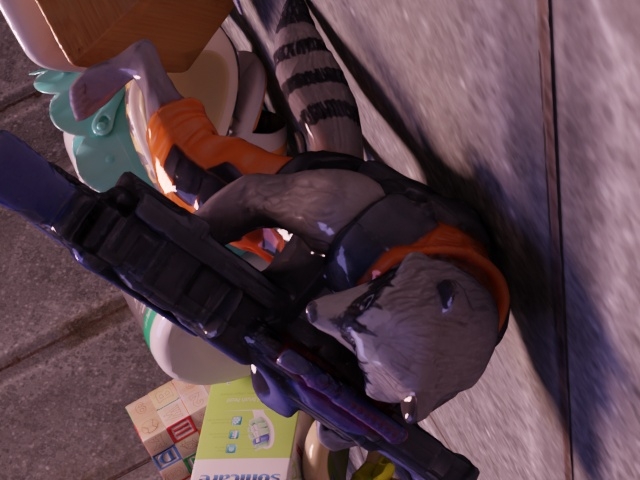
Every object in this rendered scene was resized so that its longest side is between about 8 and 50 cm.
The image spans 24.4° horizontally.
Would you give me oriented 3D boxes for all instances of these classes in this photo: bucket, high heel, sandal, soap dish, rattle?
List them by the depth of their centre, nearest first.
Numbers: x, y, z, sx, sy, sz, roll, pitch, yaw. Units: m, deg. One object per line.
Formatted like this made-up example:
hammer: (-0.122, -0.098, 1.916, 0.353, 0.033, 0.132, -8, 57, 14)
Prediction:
soap dish: (-0.177, -0.260, 1.044, 0.291, 0.118, 0.229, 62, -166, 2)
high heel: (-0.126, -0.143, 1.279, 0.186, 0.093, 0.261, 156, 112, -78)
sandal: (-0.075, -0.045, 1.308, 0.102, 0.076, 0.265, -118, 40, -51)
bucket: (-0.148, -0.088, 1.463, 0.281, 0.183, 0.281, 61, 173, 13)
rattle: (0.052, 0.211, 1.617, 0.142, 0.130, 0.200, -156, 64, -63)

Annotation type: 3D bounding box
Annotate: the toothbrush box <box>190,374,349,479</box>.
toothbrush box: (-0.050, 0.243, 1.746, 0.206, 0.122, 0.283, 70, -156, -46)

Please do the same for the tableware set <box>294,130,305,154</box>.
tableware set: (0.000, 0.000, 1.279, 0.128, 0.039, 0.194, 60, 173, 23)

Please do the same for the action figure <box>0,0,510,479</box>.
action figure: (-0.021, -0.025, 0.787, 0.341, 0.178, 0.330, 36, -173, -39)

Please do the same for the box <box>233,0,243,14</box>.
box: (-0.079, -0.239, 0.918, 0.178, 0.042, 0.109, 60, 174, 29)

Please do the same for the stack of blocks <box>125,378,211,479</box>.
stack of blocks: (-0.146, 0.276, 2.414, 0.087, 0.297, 0.171, 53, 169, 45)

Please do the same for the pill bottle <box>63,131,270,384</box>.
pill bottle: (-0.160, -0.027, 1.718, 0.361, 0.204, 0.204, 59, 172, 37)
